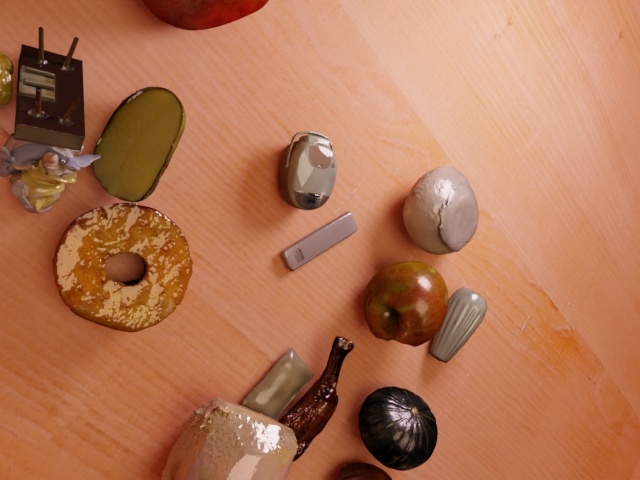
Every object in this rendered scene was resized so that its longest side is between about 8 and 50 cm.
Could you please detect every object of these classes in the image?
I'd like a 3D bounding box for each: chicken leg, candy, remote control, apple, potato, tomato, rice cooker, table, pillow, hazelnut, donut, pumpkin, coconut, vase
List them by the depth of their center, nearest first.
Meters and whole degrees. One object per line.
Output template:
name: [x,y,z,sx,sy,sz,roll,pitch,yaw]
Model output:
table: [-0.528,-0.310,1.140,0.121,0.111,0.240,7,50,-33]
tomato: [-0.253,-0.617,1.247,0.293,0.324,0.290,62,19,-16]
donut: [-0.447,0.055,1.295,0.302,0.110,0.303,-4,98,-33]
potato: [-0.398,-0.210,1.304,0.160,0.111,0.272,20,80,5]
coconut: [-0.227,0.549,1.360,0.297,0.297,0.310,34,71,-30]
rice cooker: [-0.037,-0.183,1.532,0.145,0.127,0.207,7,86,-34]
pillow: [-0.114,0.401,1.563,0.208,0.053,0.119,-47,118,-25]
chicken leg: [-0.023,0.443,1.581,0.407,0.095,0.158,-57,142,-3]
remote control: [0.000,0.000,1.627,0.260,0.029,0.067,-32,109,-29]
apple: [0.255,0.180,1.675,0.226,0.246,0.247,-25,107,-45]
hazelnut: [0.122,0.761,1.677,0.210,0.210,0.186,-26,137,-29]
pumpkin: [0.222,0.558,1.713,0.249,0.216,0.250,28,46,-33]
candy: [0.362,-0.091,1.759,0.295,0.185,0.296,-5,97,-49]
vase: [0.442,0.280,1.876,0.128,0.128,0.248,35,83,-29]

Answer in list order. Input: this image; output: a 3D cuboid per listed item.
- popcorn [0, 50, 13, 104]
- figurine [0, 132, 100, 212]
popcorn: [-0.687,-0.314,1.085,0.197,0.156,0.198,2,73,-7]
figurine: [-0.564,-0.147,1.175,0.128,0.208,0.184,-65,153,-64]
